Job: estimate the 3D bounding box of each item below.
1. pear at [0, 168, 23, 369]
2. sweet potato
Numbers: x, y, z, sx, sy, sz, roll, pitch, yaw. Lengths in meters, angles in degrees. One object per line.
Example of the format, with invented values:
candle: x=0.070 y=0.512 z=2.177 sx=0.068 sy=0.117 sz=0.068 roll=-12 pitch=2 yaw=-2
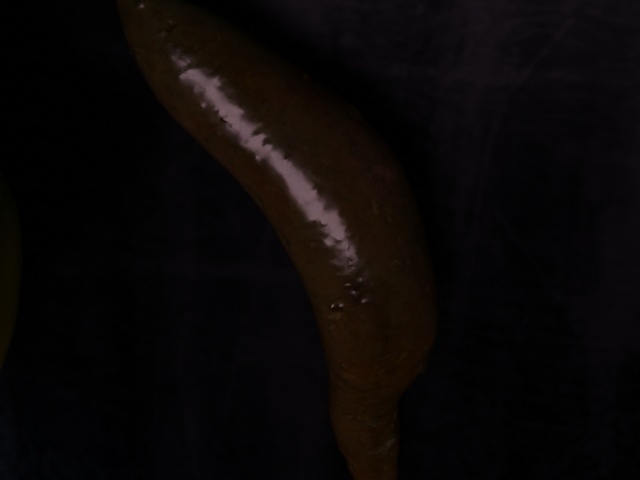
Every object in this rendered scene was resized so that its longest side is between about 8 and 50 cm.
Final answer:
pear: x=-0.349 y=0.005 z=0.708 sx=0.418 sy=0.362 sz=0.362 roll=9 pitch=122 yaw=-1
sweet potato: x=0.006 y=0.003 z=0.803 sx=0.108 sy=0.079 sz=0.346 roll=3 pitch=127 yaw=42
